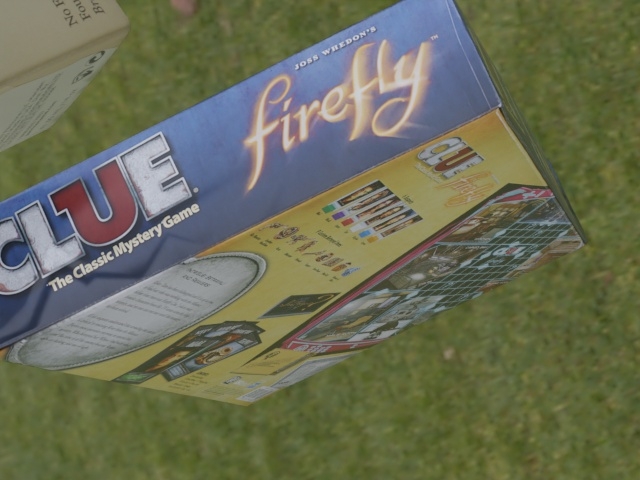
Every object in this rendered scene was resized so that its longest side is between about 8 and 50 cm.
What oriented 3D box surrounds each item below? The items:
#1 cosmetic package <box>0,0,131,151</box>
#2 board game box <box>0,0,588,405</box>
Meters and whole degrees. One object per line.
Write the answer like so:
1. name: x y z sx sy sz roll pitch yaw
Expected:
1. cosmetic package: -0.259 -0.084 0.714 0.160 0.309 0.113 53 137 2
2. board game box: 0.000 0.000 0.540 0.165 0.243 0.042 -26 75 9
